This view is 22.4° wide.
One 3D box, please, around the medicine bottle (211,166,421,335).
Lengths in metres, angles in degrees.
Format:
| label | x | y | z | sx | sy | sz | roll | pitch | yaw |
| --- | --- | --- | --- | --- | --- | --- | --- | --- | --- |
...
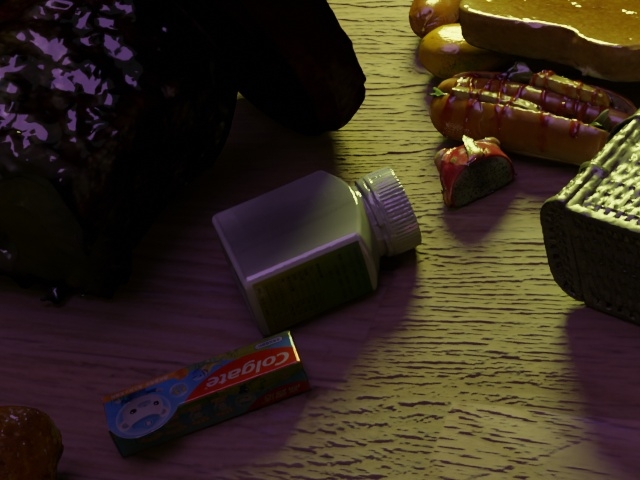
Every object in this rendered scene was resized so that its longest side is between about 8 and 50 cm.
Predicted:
| label | x | y | z | sx | sy | sz | roll | pitch | yaw |
| --- | --- | --- | --- | --- | --- | --- | --- | --- | --- |
| medicine bottle | 0.000 | 0.000 | 1.639 | 0.188 | 0.088 | 0.132 | -23 | 40 | -5 |

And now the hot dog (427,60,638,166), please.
| label | x | y | z | sx | sy | sz | roll | pitch | yaw |
| --- | --- | --- | --- | --- | --- | --- | --- | --- | --- |
| hot dog | 0.231 | -0.138 | 1.723 | 0.250 | 0.076 | 0.104 | 15 | 49 | 36 |

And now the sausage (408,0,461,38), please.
| label | x | y | z | sx | sy | sz | roll | pitch | yaw |
| --- | --- | --- | --- | --- | --- | --- | --- | --- | --- |
| sausage | 0.153 | -0.297 | 1.953 | 0.062 | 0.054 | 0.183 | 28 | 49 | 3 |

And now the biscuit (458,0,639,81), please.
| label | x | y | z | sx | sy | sz | roll | pitch | yaw |
| --- | --- | --- | --- | --- | --- | --- | --- | --- | --- |
| biscuit | 0.293 | -0.255 | 1.808 | 0.287 | 0.057 | 0.344 | -15 | 33 | -20 |

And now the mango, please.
| label | x | y | z | sx | sy | sz | roll | pitch | yaw |
| --- | --- | --- | --- | --- | --- | --- | --- | --- | --- |
| mango | 0.169 | -0.218 | 1.852 | 0.114 | 0.057 | 0.079 | -4 | 34 | 12 |

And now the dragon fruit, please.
| label | x | y | z | sx | sy | sz | roll | pitch | yaw |
| --- | --- | --- | --- | --- | --- | --- | --- | --- | --- |
| dragon fruit | 0.156 | -0.080 | 1.695 | 0.083 | 0.060 | 0.056 | -25 | 43 | -4 |

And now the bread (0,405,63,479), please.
| label | x | y | z | sx | sy | sz | roll | pitch | yaw |
| --- | --- | --- | --- | --- | --- | --- | --- | --- | --- |
| bread | -0.307 | 0.240 | 1.469 | 0.132 | 0.103 | 0.172 | -8 | 42 | 13 |

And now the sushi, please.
| label | x | y | z | sx | sy | sz | roll | pitch | yaw |
| --- | --- | --- | --- | --- | --- | --- | --- | --- | --- |
| sushi | -0.278 | -0.119 | 1.737 | 0.299 | 0.281 | 0.294 | 15 | 55 | 25 |

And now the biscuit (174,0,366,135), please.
| label | x | y | z | sx | sy | sz | roll | pitch | yaw |
| --- | --- | --- | --- | --- | --- | --- | --- | --- | --- |
| biscuit | -0.116 | -0.272 | 1.762 | 0.091 | 0.407 | 0.407 | -43 | 44 | -11 |

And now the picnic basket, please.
| label | x | y | z | sx | sy | sz | roll | pitch | yaw |
| --- | --- | --- | --- | --- | --- | --- | --- | --- | --- |
| picnic basket | 0.319 | -0.035 | 1.524 | 0.154 | 0.134 | 0.196 | 20 | 53 | 38 |

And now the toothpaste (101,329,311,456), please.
| label | x | y | z | sx | sy | sz | roll | pitch | yaw |
| --- | --- | --- | --- | --- | --- | --- | --- | --- | --- |
| toothpaste | -0.107 | 0.152 | 1.541 | 0.193 | 0.044 | 0.070 | -20 | 41 | -1 |
